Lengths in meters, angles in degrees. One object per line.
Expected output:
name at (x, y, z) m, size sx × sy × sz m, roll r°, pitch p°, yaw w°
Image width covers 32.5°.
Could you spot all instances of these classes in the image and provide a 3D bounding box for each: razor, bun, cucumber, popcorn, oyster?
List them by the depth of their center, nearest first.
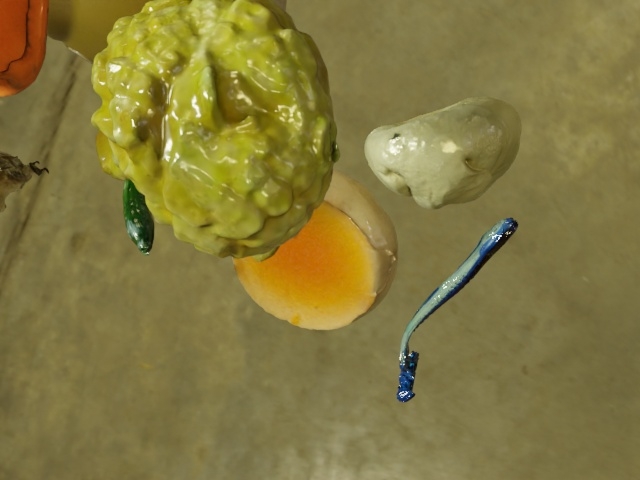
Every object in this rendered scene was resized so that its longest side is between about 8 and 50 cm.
popcorn at (-0.092, -0.090, 0.993) m, size 0.237 × 0.251 × 0.206 m, roll 26°, pitch 53°, yaw 24°
cucumber at (-0.232, -0.035, 1.386) m, size 0.037 × 0.037 × 0.155 m, roll -31°, pitch 46°, yaw 18°
razor at (0.174, 0.085, 1.522) m, size 0.056 × 0.093 × 0.324 m, roll 25°, pitch 124°, yaw -5°
oyster at (-0.490, -0.146, 1.573) m, size 0.133 × 0.198 × 0.337 m, roll -26°, pitch 46°, yaw -13°
bun at (0.205, -0.135, 1.745) m, size 0.259 × 0.259 × 0.160 m, roll -17°, pitch 96°, yaw 24°
bun at (0.000, 0.000, 1.884) m, size 0.299 × 0.299 × 0.165 m, roll -10°, pitch 27°, yaw 27°

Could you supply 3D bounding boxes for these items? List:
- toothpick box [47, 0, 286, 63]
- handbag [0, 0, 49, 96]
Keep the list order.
toothpick box at (-0.285, -0.469, 1.960) m, size 0.425 × 0.409 × 0.409 m, roll 3°, pitch 73°, yaw -10°
handbag at (-0.374, -0.359, 1.101) m, size 0.303 × 0.116 × 0.410 m, roll 15°, pitch 100°, yaw 45°
